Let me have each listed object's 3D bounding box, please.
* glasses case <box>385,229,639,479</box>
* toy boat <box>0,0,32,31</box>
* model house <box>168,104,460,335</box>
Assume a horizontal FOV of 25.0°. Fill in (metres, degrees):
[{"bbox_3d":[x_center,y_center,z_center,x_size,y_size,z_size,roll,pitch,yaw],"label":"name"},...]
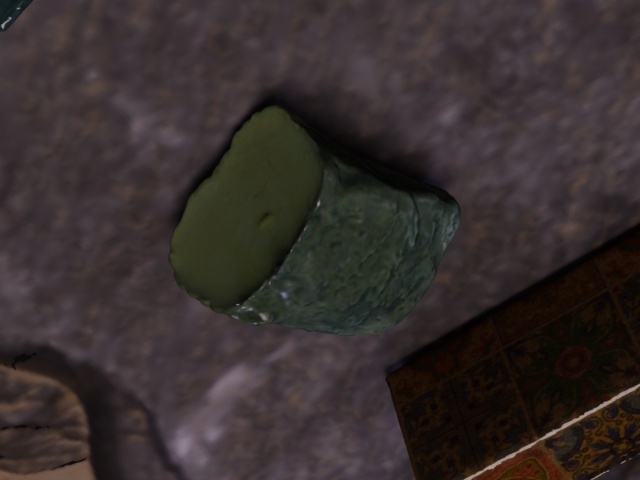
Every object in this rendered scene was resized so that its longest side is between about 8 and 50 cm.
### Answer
[{"bbox_3d":[0.135,0.038,0.577,0.218,0.075,0.049,-31,129,13],"label":"glasses case"},{"bbox_3d":[-0.047,-0.166,0.378,0.093,0.103,0.246,42,107,-7],"label":"toy boat"},{"bbox_3d":[0.000,0.000,0.542,0.083,0.066,0.079,18,112,-43],"label":"model house"}]
